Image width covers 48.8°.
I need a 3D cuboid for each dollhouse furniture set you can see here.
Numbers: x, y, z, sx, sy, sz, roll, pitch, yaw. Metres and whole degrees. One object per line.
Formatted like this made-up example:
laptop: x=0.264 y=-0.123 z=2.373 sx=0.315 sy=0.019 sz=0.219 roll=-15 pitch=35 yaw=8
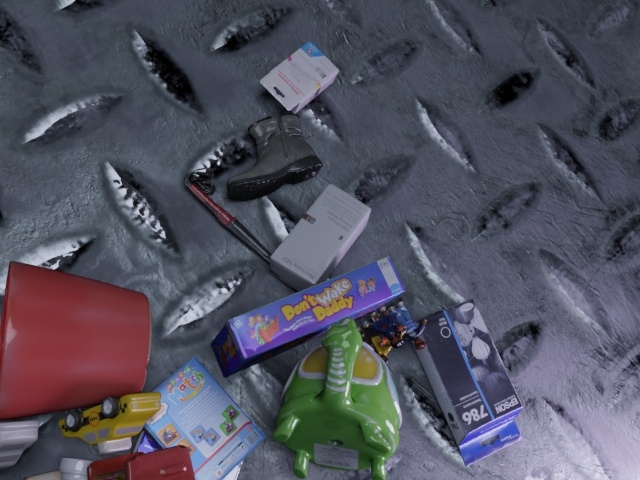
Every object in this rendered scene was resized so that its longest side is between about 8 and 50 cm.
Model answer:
dollhouse furniture set: x=-0.398 y=0.438 z=1.103 sx=0.374 sy=0.201 sz=0.152 roll=-3 pitch=75 yaw=-37

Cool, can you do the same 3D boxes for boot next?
boot: x=-0.128 y=-0.193 z=1.596 sx=0.246 sy=0.083 sz=0.161 roll=-21 pitch=72 yaw=-28

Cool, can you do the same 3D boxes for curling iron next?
curling iron: x=-0.194 y=-0.054 z=1.540 sx=0.068 sy=0.035 sz=0.274 roll=-41 pitch=87 yaw=-25

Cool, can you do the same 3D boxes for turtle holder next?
turtle holder: x=0.026 y=0.299 z=1.352 sx=0.320 sy=0.243 sz=0.228 roll=52 pitch=35 yaw=-35

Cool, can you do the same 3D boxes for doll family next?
doll family: x=0.141 y=0.212 z=1.513 sx=0.193 sy=0.076 sz=0.111 roll=-35 pitch=62 yaw=3

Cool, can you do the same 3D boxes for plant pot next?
plant pot: x=-0.447 y=0.184 z=1.274 sx=0.243 sy=0.275 sz=0.275 roll=7 pitch=69 yaw=-26

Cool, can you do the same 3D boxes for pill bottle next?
pill bottle: x=-0.444 y=0.476 z=1.247 sx=0.094 sy=0.094 sz=0.170 roll=12 pitch=66 yaw=-13

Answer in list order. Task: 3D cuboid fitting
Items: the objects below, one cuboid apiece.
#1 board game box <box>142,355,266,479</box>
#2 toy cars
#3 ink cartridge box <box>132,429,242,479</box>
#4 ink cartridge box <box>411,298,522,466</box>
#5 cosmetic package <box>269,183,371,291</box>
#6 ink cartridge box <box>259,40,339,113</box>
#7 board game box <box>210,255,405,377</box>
board game box: x=-0.233 y=0.352 z=1.343 sx=0.160 sy=0.039 sz=0.211 roll=-40 pitch=85 yaw=-29
toy cars: x=-0.466 y=0.347 z=1.219 sx=0.393 sy=0.176 sz=0.087 roll=-11 pitch=72 yaw=-13
ink cartridge box: x=-0.265 y=0.451 z=1.336 sx=0.206 sy=0.045 sz=0.208 roll=23 pitch=64 yaw=-9
ink cartridge box: x=0.331 y=0.310 z=1.563 sx=0.165 sy=0.065 sz=0.333 roll=-19 pitch=79 yaw=-23
cosmetic package: x=0.000 y=0.000 z=1.544 sx=0.117 sy=0.085 sz=0.231 roll=31 pitch=63 yaw=11
ink cartridge box: x=-0.056 y=-0.378 z=1.681 sx=0.104 sy=0.061 sz=0.181 roll=45 pitch=65 yaw=2
board game box: x=-0.031 y=0.155 z=1.410 sx=0.347 sy=0.233 sz=0.078 roll=-20 pitch=79 yaw=-23
